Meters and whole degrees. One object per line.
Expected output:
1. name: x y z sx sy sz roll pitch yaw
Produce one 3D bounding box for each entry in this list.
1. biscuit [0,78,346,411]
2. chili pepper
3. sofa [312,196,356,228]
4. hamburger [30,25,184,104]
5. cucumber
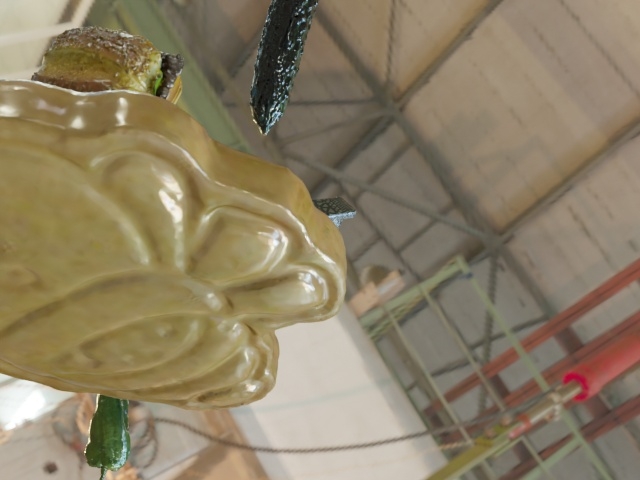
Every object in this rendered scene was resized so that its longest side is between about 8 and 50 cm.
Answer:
1. biscuit: -0.147 0.021 0.727 0.312 0.351 0.057 -32 -139 41
2. chili pepper: -0.324 0.300 1.696 0.073 0.072 0.204 2 -92 21
3. sofa: 0.000 0.000 1.487 0.039 0.060 0.118 44 -53 31
4. hamburger: -0.220 -0.150 1.097 0.166 0.087 0.137 16 -104 38
5. cucumber: -0.054 -0.300 1.637 0.072 0.072 0.300 10 -100 45
